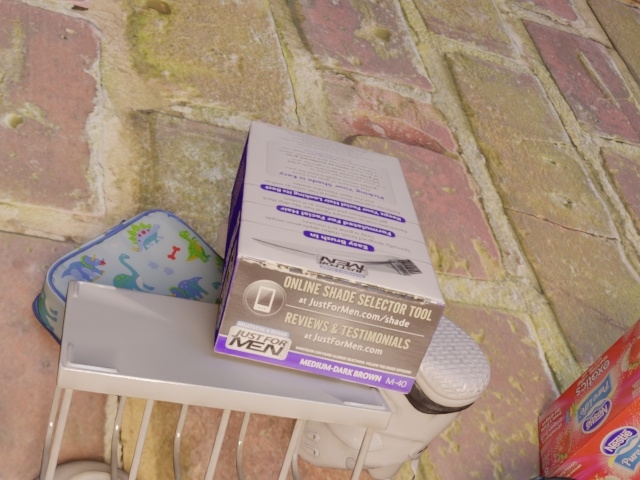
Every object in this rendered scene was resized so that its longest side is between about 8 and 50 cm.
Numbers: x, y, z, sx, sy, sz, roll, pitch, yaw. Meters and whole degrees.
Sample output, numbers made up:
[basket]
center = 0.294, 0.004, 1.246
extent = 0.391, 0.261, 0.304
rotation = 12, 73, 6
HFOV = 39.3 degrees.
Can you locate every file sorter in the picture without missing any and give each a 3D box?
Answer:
[file sorter]
center = -0.110, 0.169, 0.831
extent = 0.278, 0.173, 0.193
rotation = 10, 16, -16

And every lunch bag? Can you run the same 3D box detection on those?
[lunch bag]
center = -0.210, 0.065, 1.047
extent = 0.176, 0.090, 0.219
rotation = 41, 40, 9

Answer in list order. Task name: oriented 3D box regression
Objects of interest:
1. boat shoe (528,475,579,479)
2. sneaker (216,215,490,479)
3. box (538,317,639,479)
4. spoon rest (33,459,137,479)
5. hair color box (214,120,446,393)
[boat shoe]
center = 0.153, 0.399, 0.898
extent = 0.187, 0.156, 0.500
rotation = 46, 42, 13
[sneaker]
center = 0.001, 0.128, 1.036
extent = 0.366, 0.210, 0.137
rotation = 34, 29, 22
[box]
center = 0.409, 0.227, 1.162
extent = 0.128, 0.257, 0.122
rotation = 26, 38, -9
[spoon rest]
center = -0.160, 0.290, 0.874
extent = 0.276, 0.084, 0.137
rotation = 12, 41, -4
[hair color box]
center = 0.000, 0.000, 0.909
extent = 0.185, 0.110, 0.339
rotation = 14, 24, -9
